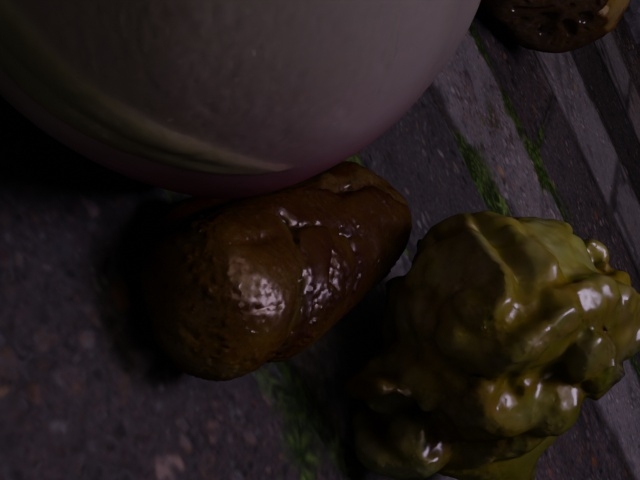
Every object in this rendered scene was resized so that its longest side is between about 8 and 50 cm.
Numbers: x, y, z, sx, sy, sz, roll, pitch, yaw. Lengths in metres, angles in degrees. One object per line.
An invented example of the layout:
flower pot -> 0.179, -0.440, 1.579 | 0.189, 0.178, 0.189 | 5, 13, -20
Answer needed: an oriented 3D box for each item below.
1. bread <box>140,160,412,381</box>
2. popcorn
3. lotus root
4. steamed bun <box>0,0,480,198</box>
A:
bread -> -0.002, 0.001, 0.616 | 0.344, 0.084, 0.124 | -26, 95, -59
popcorn -> 0.129, 0.084, 0.674 | 0.266, 0.233, 0.192 | -24, 57, -26
lotus root -> 0.368, -0.412, 1.232 | 0.316, 0.316, 0.250 | 37, 56, -42
steamed bun -> -0.060, -0.145, 0.456 | 0.309, 0.309, 0.309 | 33, 47, -44
